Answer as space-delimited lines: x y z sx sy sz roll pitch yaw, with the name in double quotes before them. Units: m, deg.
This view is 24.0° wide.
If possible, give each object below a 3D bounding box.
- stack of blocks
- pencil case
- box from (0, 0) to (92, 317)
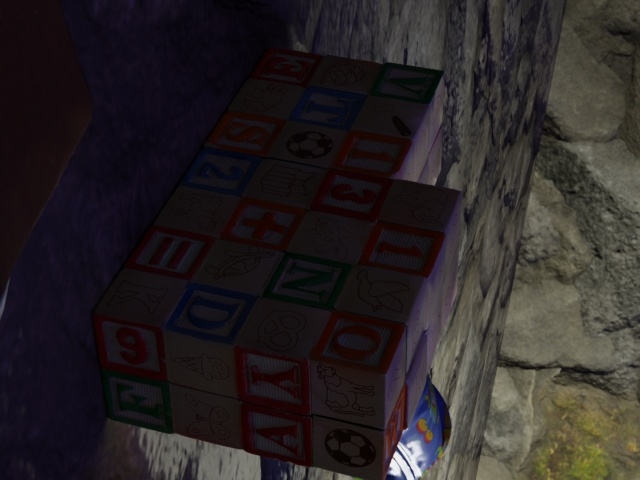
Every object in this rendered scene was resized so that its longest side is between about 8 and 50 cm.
"stack of blocks" 0.000 0.000 0.942 0.297 0.171 0.087 -64 159 -48
"pencil case" 0.039 0.131 1.282 0.306 0.119 0.133 60 13 -68
"box" -0.173 -0.092 0.282 0.381 0.143 0.191 79 25 -51
